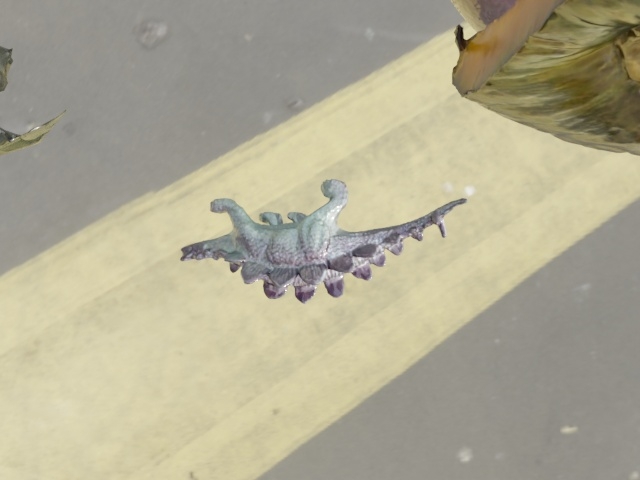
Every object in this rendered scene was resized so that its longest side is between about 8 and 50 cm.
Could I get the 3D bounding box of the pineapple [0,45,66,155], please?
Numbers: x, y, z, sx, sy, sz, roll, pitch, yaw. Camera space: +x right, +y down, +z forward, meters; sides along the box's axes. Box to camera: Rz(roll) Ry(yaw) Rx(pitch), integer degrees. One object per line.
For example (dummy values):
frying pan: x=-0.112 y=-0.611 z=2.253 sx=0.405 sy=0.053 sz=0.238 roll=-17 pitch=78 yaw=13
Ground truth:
pineapple: x=-0.149 y=-0.092 z=0.384 sx=0.165 sy=0.165 sz=0.364 roll=32 pitch=108 yaw=-16

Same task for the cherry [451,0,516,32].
cherry: x=0.240 y=-0.346 z=1.446 sx=0.307 sy=0.261 sz=0.221 roll=37 pitch=90 yaw=20

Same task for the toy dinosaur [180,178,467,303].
toy dinosaur: x=0.001 y=0.001 z=0.840 sx=0.208 sy=0.039 sz=0.082 roll=-11 pitch=56 yaw=11

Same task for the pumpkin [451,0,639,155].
pumpkin: x=0.150 y=-0.149 z=0.446 sx=0.139 sy=0.280 sz=0.190 roll=11 pitch=80 yaw=-10
